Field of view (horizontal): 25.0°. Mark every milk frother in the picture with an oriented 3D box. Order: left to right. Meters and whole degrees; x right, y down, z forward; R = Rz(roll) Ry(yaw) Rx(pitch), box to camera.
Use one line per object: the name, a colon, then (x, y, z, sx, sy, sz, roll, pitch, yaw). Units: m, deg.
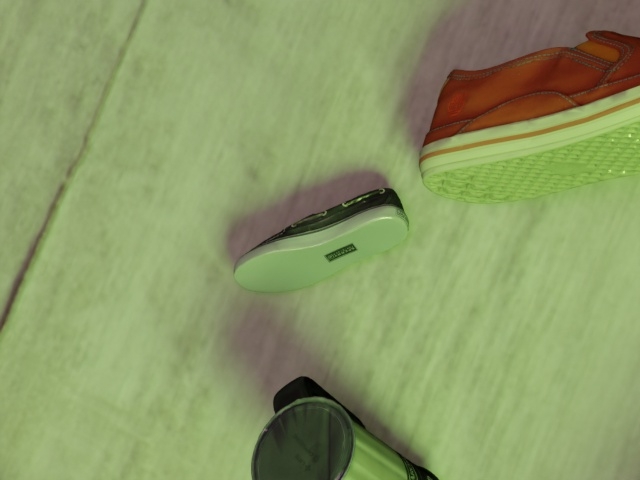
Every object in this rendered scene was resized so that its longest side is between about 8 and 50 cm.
milk frother: (-0.008, 0.186, 1.028, 0.143, 0.135, 0.129, -49, 44, 0)

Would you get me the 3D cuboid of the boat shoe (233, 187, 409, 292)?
boat shoe: (0.000, 0.000, 1.106, 0.142, 0.049, 0.040, -19, 44, 12)

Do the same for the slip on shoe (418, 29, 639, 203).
slip on shoe: (0.214, -0.102, 0.995, 0.331, 0.123, 0.101, -10, 67, 38)
